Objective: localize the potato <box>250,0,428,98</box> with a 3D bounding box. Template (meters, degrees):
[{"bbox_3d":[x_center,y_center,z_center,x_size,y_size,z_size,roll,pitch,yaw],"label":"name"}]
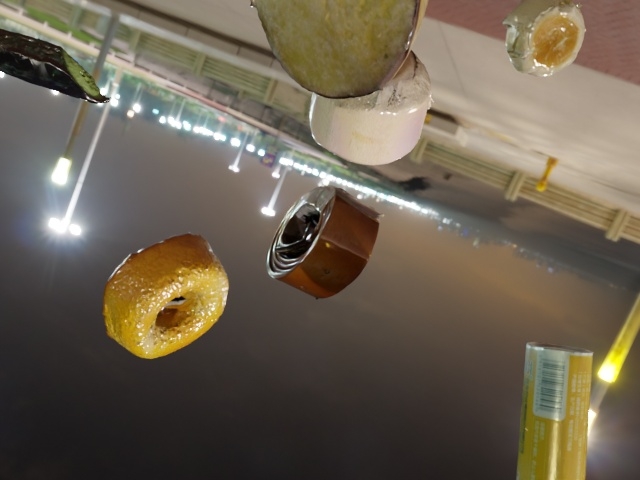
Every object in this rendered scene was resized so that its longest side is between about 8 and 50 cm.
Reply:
[{"bbox_3d":[0.029,-0.317,0.678,0.239,0.299,0.116,4,-159,34],"label":"potato"}]

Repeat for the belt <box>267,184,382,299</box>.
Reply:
[{"bbox_3d":[0.000,0.000,1.012,0.105,0.184,0.261,28,164,-16],"label":"belt"}]

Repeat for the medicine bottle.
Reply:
[{"bbox_3d":[0.222,0.211,0.576,0.073,0.218,0.074,5,177,0],"label":"medicine bottle"}]

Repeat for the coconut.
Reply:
[{"bbox_3d":[0.084,-0.239,1.087,0.224,0.224,0.234,25,149,21],"label":"coconut"}]

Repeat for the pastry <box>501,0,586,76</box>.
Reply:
[{"bbox_3d":[0.452,-0.416,1.218,0.165,0.166,0.088,18,-159,-27],"label":"pastry"}]

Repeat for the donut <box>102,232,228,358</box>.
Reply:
[{"bbox_3d":[-0.275,0.104,1.088,0.118,0.253,0.253,44,-164,24],"label":"donut"}]

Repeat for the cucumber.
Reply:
[{"bbox_3d":[-0.413,-0.256,0.871,0.219,0.071,0.046,16,-142,-6],"label":"cucumber"}]
